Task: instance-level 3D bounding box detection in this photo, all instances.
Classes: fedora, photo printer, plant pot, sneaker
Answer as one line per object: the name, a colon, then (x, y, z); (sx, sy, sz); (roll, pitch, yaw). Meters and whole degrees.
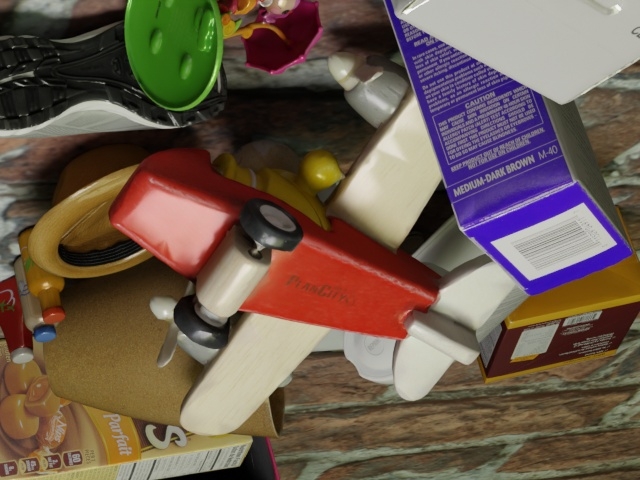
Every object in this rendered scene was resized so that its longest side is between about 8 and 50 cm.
fedora: (-0.214, -0.040, 1.708); (0.194, 0.079, 0.194); (-19, 151, -11)
photo printer: (0.172, 0.045, 1.944); (0.307, 0.107, 0.256); (-46, 165, 24)
plant pot: (-0.176, 0.113, 1.904); (0.254, 0.237, 0.237); (-4, 155, 5)
sneaker: (-0.211, -0.142, 1.515); (0.271, 0.100, 0.108); (-5, 177, -28)

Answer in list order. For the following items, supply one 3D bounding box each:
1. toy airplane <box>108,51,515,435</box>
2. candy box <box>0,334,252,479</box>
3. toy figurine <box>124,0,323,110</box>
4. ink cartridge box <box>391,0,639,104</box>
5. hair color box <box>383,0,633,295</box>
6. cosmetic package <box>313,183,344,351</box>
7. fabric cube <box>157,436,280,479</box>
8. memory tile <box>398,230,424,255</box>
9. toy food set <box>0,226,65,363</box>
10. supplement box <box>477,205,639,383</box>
toy airplane: (0.000, 0.000, 1.662); (0.386, 0.272, 0.384); (-23, 136, -9)
candy box: (-0.259, 0.201, 2.042); (0.316, 0.183, 0.087); (-7, 154, -18)
toy figurine: (-0.065, -0.204, 1.472); (0.159, 0.130, 0.173); (-11, 130, -42)
ink cartridge box: (0.114, -0.275, 1.175); (0.131, 0.306, 0.226); (-32, 150, 29)
hair color box: (0.141, -0.142, 1.415); (0.110, 0.339, 0.185); (-22, 154, 16)
cosmetic package: (-0.012, 0.034, 1.921); (0.085, 0.117, 0.231); (-4, 153, 1)
fabric cube: (-0.211, 0.306, 2.202); (0.259, 0.254, 0.258); (-10, 155, -16)
memory tile: (0.072, 0.033, 2.099); (0.113, 0.012, 0.148); (-12, 153, -9)
toy food set: (-0.367, 0.085, 1.835); (0.232, 0.104, 0.111); (-23, 153, 14)
supplement box: (0.297, 0.073, 2.176); (0.191, 0.129, 0.194); (-11, 154, -11)
